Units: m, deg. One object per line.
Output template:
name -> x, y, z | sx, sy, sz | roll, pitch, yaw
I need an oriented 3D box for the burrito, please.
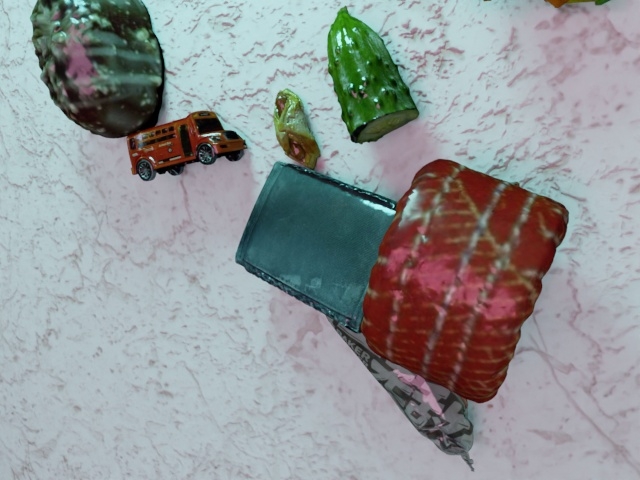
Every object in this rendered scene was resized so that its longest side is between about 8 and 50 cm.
burrito -> 0.162, 0.231, 1.112 | 0.139, 0.101, 0.445 | -42, 78, 17

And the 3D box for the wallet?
wallet -> 0.000, 0.000, 1.113 | 0.342, 0.075, 0.237 | 24, 94, 38

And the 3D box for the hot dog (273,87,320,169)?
hot dog -> -0.056, -0.213, 1.148 | 0.078, 0.061, 0.169 | -21, 91, 31

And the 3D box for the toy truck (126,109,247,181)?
toy truck -> -0.284, -0.201, 1.244 | 0.252, 0.107, 0.114 | -10, 97, 29

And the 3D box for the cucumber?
cucumber -> 0.073, -0.299, 1.035 | 0.134, 0.134, 0.244 | -24, 80, 30

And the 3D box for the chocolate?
chocolate -> -0.483, -0.385, 1.252 | 0.225, 0.210, 0.340 | -6, 99, 26

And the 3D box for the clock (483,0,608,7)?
clock -> 0.290, -0.451, 0.847 | 0.255, 0.106, 0.220 | 0, 101, 10

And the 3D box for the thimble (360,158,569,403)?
thimble -> 0.220, 0.056, 0.914 | 0.230, 0.350, 0.350 | 24, 111, 19
